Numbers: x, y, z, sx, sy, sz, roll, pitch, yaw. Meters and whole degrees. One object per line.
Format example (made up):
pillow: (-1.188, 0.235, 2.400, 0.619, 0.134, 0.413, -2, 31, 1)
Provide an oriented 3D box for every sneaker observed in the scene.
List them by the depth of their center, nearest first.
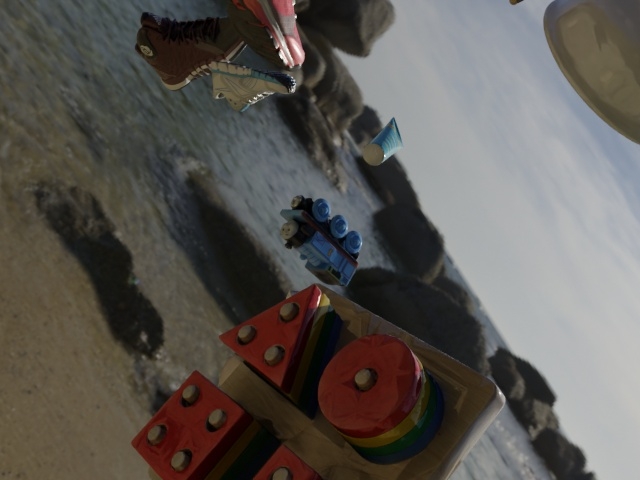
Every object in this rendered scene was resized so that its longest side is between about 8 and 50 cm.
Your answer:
sneaker: (-0.076, -0.382, 1.117, 0.116, 0.136, 0.314, 37, -15, 43)
sneaker: (-0.122, -0.269, 1.388, 0.191, 0.082, 0.071, 18, 15, 37)
sneaker: (-0.265, -0.401, 1.512, 0.162, 0.281, 0.106, 39, 47, -33)

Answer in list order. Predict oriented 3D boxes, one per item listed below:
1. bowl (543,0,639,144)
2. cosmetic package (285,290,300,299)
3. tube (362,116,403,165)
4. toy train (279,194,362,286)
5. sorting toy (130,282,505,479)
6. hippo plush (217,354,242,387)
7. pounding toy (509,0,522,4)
bowl: (0.493, -0.294, 1.175, 0.298, 0.134, 0.297, 19, 51, -25)
cosmetic package: (-0.047, 0.207, 1.521, 0.099, 0.239, 0.060, 7, 37, -20)
tube: (0.156, -0.231, 1.837, 0.207, 0.052, 0.080, -46, 125, -59)
toy train: (0.000, 0.000, 1.381, 0.080, 0.105, 0.184, 3, -32, 48)
sorting toy: (-0.023, 0.158, 0.678, 0.257, 0.255, 0.089, 26, -21, 49)
hippo plush: (-0.022, 0.275, 1.071, 0.237, 0.234, 0.294, 23, 8, 11)
pounding toy: (0.269, -0.387, 0.959, 0.206, 0.094, 0.181, 22, 62, -35)
